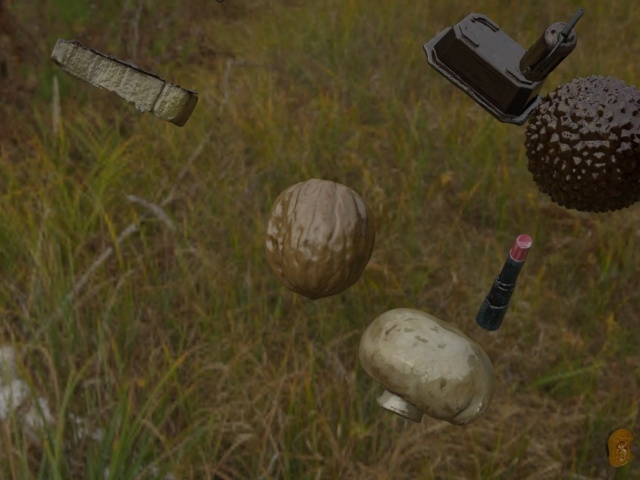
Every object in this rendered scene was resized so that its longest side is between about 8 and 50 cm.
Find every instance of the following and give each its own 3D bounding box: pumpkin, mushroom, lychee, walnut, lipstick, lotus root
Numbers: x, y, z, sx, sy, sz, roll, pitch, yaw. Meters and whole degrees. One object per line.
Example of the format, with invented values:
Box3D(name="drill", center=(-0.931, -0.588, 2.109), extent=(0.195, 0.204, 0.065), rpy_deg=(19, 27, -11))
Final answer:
Box3D(name="pumpkin", center=(0.532, 0.367, 1.707), extent=(0.050, 0.083, 0.028), rpy_deg=(-8, 19, -12))
Box3D(name="mushroom", center=(0.121, 0.152, 1.100), extent=(0.166, 0.127, 0.166), rpy_deg=(23, 2, -1))
Box3D(name="lychee", center=(0.509, -0.185, 1.748), extent=(0.268, 0.267, 0.267), rpy_deg=(2, 31, -1))
Box3D(name="walnut", center=(0.000, 0.000, 1.662), extent=(0.213, 0.213, 0.213), rpy_deg=(2, 31, -1))
Box3D(name="lipstick", center=(0.364, 0.080, 1.847), extent=(0.053, 0.234, 0.053), rpy_deg=(9, 42, -8))
Box3D(name="lotus root", center=(-0.353, -0.292, 1.741), extent=(0.261, 0.074, 0.170), rpy_deg=(24, 7, -9))

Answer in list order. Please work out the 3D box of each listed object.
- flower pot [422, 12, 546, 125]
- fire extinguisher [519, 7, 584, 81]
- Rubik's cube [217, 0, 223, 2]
Box3D(name="flower pot", center=(0.337, -0.349, 1.856), extent=(0.251, 0.084, 0.179), rpy_deg=(40, 45, 8))
Box3D(name="fire extinguisher", center=(0.290, -0.237, 1.211), extent=(0.045, 0.078, 0.157), rpy_deg=(33, -7, 0))
Box3D(name="Rubik's cube", center=(-0.180, -0.482, 1.706), extent=(0.111, 0.093, 0.111), rpy_deg=(0, 71, -1))
